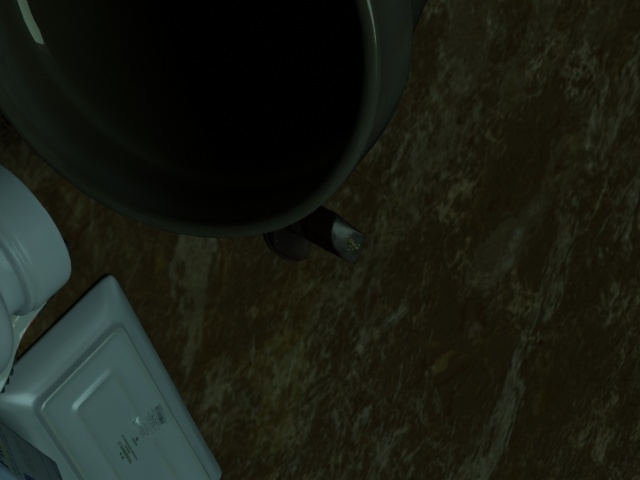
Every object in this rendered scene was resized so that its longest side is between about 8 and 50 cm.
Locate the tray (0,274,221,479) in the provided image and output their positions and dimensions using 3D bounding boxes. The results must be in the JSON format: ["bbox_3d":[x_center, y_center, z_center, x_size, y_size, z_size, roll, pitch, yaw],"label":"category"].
[{"bbox_3d":[-0.164,0.167,1.424,0.145,0.030,0.270,-47,137,-24],"label":"tray"}]

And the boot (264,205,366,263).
[{"bbox_3d":[0.000,0.000,1.459,0.037,0.114,0.106,-53,139,-16],"label":"boot"}]

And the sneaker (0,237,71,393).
[{"bbox_3d":[-0.250,0.055,1.262,0.075,0.057,0.161,31,87,-31],"label":"sneaker"}]

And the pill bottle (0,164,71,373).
[{"bbox_3d":[-0.298,0.064,1.124,0.272,0.152,0.152,-42,135,-28],"label":"pill bottle"}]

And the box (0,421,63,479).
[{"bbox_3d":[-0.265,0.192,1.249,0.126,0.072,0.137,-36,138,5],"label":"box"}]

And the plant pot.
[{"bbox_3d":[-0.044,-0.206,1.190,0.280,0.323,0.323,-46,139,-47],"label":"plant pot"}]
